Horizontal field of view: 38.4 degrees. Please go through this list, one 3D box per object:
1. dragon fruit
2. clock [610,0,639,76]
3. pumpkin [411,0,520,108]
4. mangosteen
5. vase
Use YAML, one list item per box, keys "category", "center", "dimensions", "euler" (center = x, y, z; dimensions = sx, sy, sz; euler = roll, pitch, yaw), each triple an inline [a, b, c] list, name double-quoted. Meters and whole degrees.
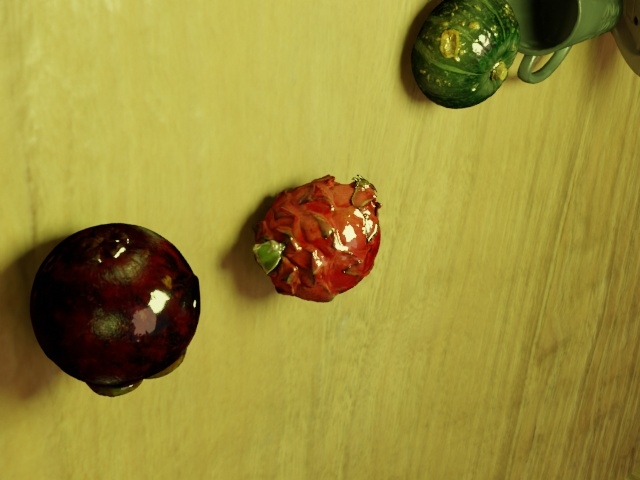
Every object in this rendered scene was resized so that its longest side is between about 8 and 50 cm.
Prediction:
- category: "dragon fruit"
  center: [0.000, 0.000, 1.314]
  dimensions: [0.210, 0.172, 0.172]
  euler: [-32, 133, -16]
- category: "clock"
  center: [0.624, -0.438, 1.702]
  dimensions: [0.114, 0.322, 0.295]
  euler: [-11, 138, 1]
- category: "pumpkin"
  center: [0.229, -0.297, 1.439]
  dimensions: [0.190, 0.146, 0.190]
  euler: [-24, 125, -40]
- category: "mangosteen"
  center: [-0.234, 0.080, 1.060]
  dimensions: [0.210, 0.210, 0.209]
  euler: [-27, 129, -39]
- category: "vase"
  center: [0.436, -0.402, 1.641]
  dimensions: [0.301, 0.156, 0.251]
  euler: [-19, 132, -51]
